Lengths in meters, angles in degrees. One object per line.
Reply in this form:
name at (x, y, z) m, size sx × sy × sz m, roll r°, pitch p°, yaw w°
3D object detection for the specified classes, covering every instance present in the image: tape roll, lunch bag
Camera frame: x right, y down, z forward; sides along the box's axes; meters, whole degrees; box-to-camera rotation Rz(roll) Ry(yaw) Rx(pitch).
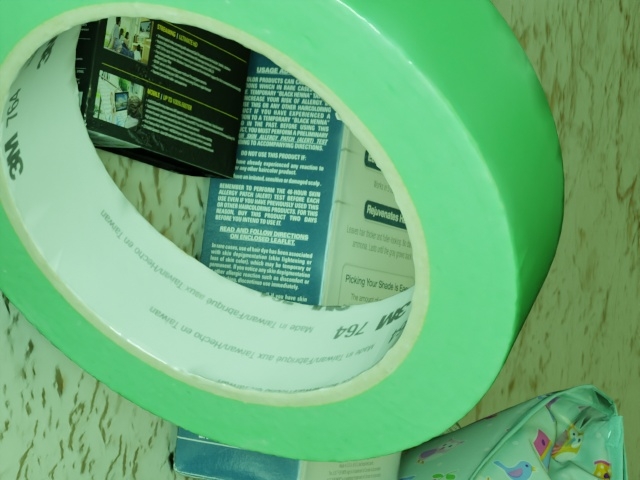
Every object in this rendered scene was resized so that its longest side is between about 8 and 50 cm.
tape roll at (-0.043, -0.031, 0.758) m, size 0.077 × 0.321 × 0.321 m, roll -56°, pitch 143°, yaw -44°
lunch bag at (0.116, 0.231, 1.230) m, size 0.160 × 0.223 × 0.262 m, roll 52°, pitch 40°, yaw -6°

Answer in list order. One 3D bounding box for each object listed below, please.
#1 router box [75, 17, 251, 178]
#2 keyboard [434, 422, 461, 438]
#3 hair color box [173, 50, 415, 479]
router box at (-0.103, -0.116, 0.932) m, size 0.179 × 0.046 × 0.133 m, roll 17°, pitch 80°, yaw -64°
keyboard at (0.103, 0.164, 1.401) m, size 0.014 × 0.072 × 0.256 m, roll -41°, pitch 149°, yaw 4°
hair color box at (0.000, 0.000, 1.100) m, size 0.174 × 0.105 × 0.347 m, roll 13°, pitch 84°, yaw -64°
